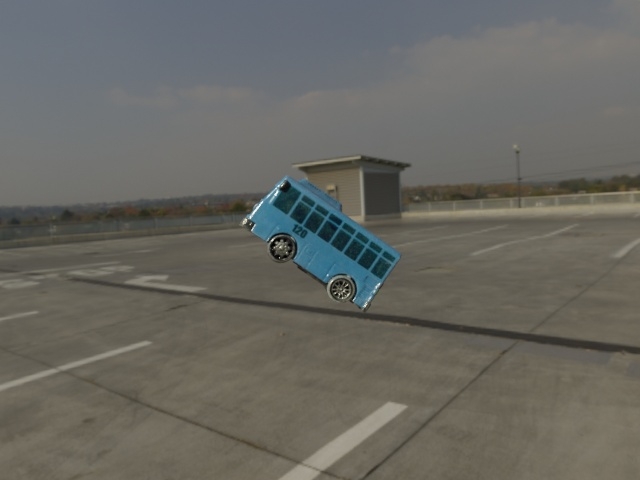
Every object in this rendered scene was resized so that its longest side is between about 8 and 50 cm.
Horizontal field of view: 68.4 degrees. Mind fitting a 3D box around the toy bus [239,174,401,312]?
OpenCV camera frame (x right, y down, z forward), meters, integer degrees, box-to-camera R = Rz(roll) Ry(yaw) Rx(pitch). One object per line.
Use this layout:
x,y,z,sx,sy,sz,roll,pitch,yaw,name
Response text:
0.000,0.000,0.754,0.234,0.133,0.116,35,0,-2,toy bus
